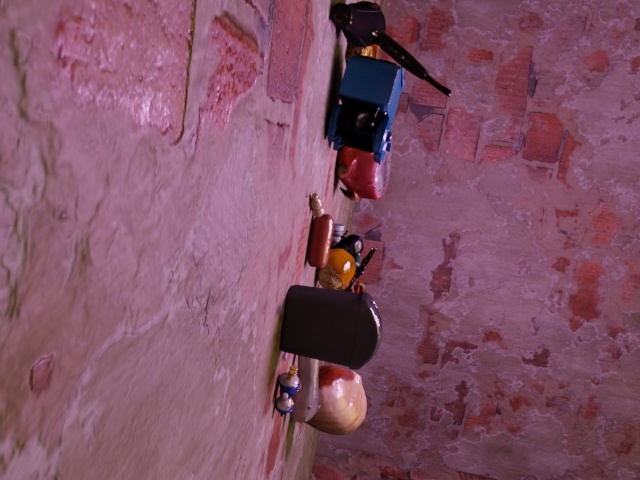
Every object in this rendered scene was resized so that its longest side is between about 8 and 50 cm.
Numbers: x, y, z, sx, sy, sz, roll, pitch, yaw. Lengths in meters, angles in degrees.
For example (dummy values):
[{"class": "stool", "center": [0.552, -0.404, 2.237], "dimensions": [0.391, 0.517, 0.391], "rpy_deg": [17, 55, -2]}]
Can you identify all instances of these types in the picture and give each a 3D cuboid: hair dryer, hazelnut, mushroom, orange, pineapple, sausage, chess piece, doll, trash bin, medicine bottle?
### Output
[{"class": "hair dryer", "center": [0.188, -0.471, 1.365], "dimensions": [0.120, 0.359, 0.303], "rpy_deg": [-52, 177, 20]}, {"class": "hazelnut", "center": [0.043, 0.546, 1.902], "dimensions": [0.241, 0.261, 0.261], "rpy_deg": [-41, 154, -27]}, {"class": "mushroom", "center": [-0.042, 0.416, 1.666], "dimensions": [0.096, 0.099, 0.278], "rpy_deg": [-75, 171, -85]}, {"class": "orange", "center": [0.049, 0.099, 1.909], "dimensions": [0.156, 0.134, 0.157], "rpy_deg": [-27, 140, -26]}, {"class": "pineapple", "center": [0.110, -0.582, 1.731], "dimensions": [0.116, 0.069, 0.137], "rpy_deg": [101, 12, -45]}, {"class": "sausage", "center": [0.000, 0.000, 1.545], "dimensions": [0.062, 0.062, 0.154], "rpy_deg": [-23, 123, -83]}, {"class": "chess piece", "center": [-0.011, -0.097, 1.442], "dimensions": [0.092, 0.035, 0.035], "rpy_deg": [76, 24, -66]}, {"class": "doll", "center": [-0.085, 0.386, 1.394], "dimensions": [0.099, 0.057, 0.143], "rpy_deg": [-66, 169, -71]}, {"class": "trash bin", "center": [0.031, 0.207, 1.328], "dimensions": [0.101, 0.236, 0.177], "rpy_deg": [-58, 156, -76]}, {"class": "medicine bottle", "center": [0.062, 0.027, 2.234], "dimensions": [0.051, 0.051, 0.191], "rpy_deg": [-62, 159, -72]}]

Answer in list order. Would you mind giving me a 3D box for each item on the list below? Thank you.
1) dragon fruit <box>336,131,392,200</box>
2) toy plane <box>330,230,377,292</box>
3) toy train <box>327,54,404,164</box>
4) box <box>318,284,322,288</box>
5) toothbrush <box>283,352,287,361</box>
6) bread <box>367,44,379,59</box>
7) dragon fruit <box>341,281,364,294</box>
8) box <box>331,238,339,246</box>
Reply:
[{"class": "dragon fruit", "center": [0.150, -0.290, 2.022], "dimensions": [0.290, 0.189, 0.291], "rpy_deg": [9, 90, -76]}, {"class": "toy plane", "center": [0.086, 0.100, 2.046], "dimensions": [0.106, 0.155, 0.382], "rpy_deg": [-37, 163, -47]}, {"class": "toy train", "center": [0.135, -0.376, 1.574], "dimensions": [0.300, 0.187, 0.265], "rpy_deg": [18, 89, -82]}, {"class": "box", "center": [-0.011, 0.266, 2.019], "dimensions": [0.109, 0.029, 0.199], "rpy_deg": [-66, 166, -68]}, {"class": "toothbrush", "center": [-0.081, 0.289, 1.472], "dimensions": [0.162, 0.014, 0.017], "rpy_deg": [-46, 131, -80]}, {"class": "bread", "center": [0.186, -0.716, 2.119], "dimensions": [0.271, 0.077, 0.139], "rpy_deg": [94, 4, -54]}, {"class": "dragon fruit", "center": [0.109, 0.308, 2.301], "dimensions": [0.307, 0.227, 0.243], "rpy_deg": [86, 10, -56]}, {"class": "box", "center": [0.086, 0.054, 2.196], "dimensions": [0.050, 0.041, 0.207], "rpy_deg": [-64, 149, -10]}]
